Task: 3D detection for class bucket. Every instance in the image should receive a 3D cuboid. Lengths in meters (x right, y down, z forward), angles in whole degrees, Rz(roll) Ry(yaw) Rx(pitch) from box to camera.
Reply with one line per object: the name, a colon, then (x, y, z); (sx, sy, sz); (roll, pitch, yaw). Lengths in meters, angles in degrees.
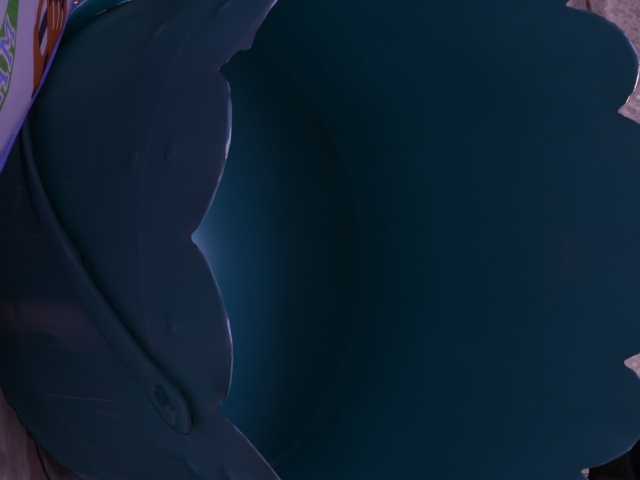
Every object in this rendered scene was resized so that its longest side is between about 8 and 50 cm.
bucket: (0.000, 0.000, 0.621); (0.281, 0.183, 0.281); (4, 85, -45)

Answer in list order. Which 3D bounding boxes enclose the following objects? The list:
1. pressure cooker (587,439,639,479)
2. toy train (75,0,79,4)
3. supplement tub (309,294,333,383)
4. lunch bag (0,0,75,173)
pressure cooker: (0.155, 0.325, 0.858); (0.375, 0.420, 0.370); (-116, -160, -68)
toy train: (-0.124, -0.045, 0.669); (0.125, 0.046, 0.166); (-89, 170, -61)
supplement tub: (-0.041, 0.070, 0.857); (0.200, 0.144, 0.144); (66, 17, -71)
lunch bag: (-0.126, -0.175, 0.381); (0.303, 0.115, 0.243); (-92, 178, -46)
